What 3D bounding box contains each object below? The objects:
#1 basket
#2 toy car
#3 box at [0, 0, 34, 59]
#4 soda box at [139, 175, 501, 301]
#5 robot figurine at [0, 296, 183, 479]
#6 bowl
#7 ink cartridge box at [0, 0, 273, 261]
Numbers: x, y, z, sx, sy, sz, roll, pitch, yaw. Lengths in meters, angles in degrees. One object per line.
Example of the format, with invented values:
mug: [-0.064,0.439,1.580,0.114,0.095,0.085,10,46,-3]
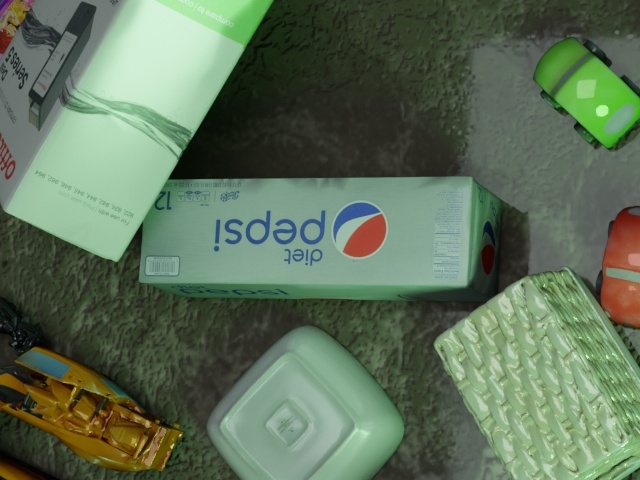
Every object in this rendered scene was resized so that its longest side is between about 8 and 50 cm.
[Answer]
basket: [0.178,0.115,1.532,0.113,0.103,0.167,-37,71,22]
toy car: [0.253,-0.080,1.571,0.239,0.053,0.225,-47,71,7]
box: [-0.217,-0.316,1.770,0.293,0.057,0.201,-38,73,10]
soda box: [0.000,0.000,1.624,0.286,0.098,0.091,0,81,19]
robot figurine: [-0.274,0.167,1.702,0.291,0.085,0.211,23,89,21]
bowl: [-0.018,0.154,1.632,0.142,0.053,0.142,-46,71,6]
ink cartridge box: [-0.170,-0.150,1.633,0.273,0.115,0.198,-58,29,12]
